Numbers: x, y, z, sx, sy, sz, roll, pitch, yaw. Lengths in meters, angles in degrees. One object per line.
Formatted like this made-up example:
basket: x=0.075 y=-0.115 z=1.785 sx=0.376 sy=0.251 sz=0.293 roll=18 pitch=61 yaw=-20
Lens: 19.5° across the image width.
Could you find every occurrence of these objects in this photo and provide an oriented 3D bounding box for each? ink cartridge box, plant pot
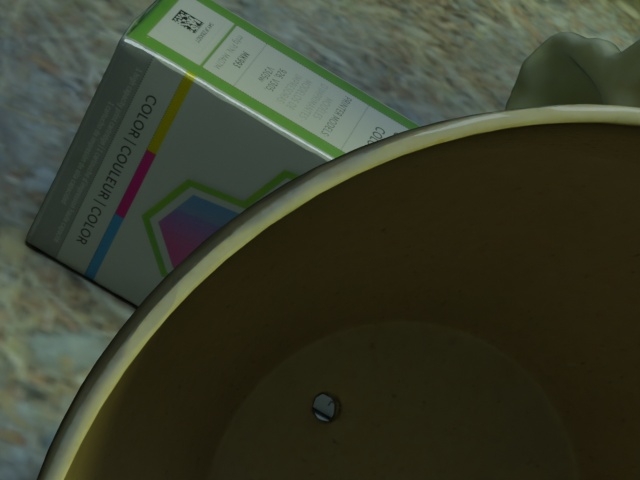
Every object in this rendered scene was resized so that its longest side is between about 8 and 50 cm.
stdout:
ink cartridge box: x=0.000 y=0.000 z=0.743 sx=0.209 sy=0.109 sz=0.062 roll=31 pitch=35 yaw=-1
plant pot: x=0.045 y=0.099 z=0.552 sx=0.284 sy=0.284 sz=0.191 roll=22 pitch=1 yaw=-13

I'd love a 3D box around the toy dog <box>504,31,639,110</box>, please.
toy dog: x=0.345 y=0.029 z=0.826 sx=0.408 sy=0.284 sz=0.395 roll=9 pitch=53 yaw=-28
